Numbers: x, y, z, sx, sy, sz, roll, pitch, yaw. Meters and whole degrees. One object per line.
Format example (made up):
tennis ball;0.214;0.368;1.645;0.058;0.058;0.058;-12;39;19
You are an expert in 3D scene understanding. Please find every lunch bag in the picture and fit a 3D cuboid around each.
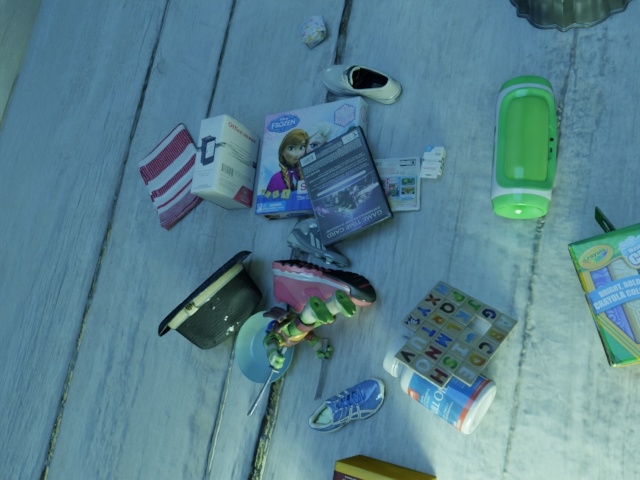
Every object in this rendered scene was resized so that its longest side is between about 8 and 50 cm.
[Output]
lunch bag;-0.019;-0.649;1.554;0.083;0.053;0.071;-28;61;32

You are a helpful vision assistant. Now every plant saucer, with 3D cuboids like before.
plant saucer;-0.145;0.290;1.361;0.195;0.037;0.195;-9;71;29

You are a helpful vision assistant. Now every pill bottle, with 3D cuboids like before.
pill bottle;0.249;0.300;1.077;0.221;0.124;0.124;28;91;34

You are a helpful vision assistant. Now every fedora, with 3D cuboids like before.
fedora;-0.279;0.183;1.380;0.334;0.334;0.152;-41;93;14

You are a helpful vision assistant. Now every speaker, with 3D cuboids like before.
speaker;0.448;-0.204;1.108;0.131;0.131;0.297;0;76;30

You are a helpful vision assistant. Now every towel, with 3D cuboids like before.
towel;-0.505;-0.227;1.724;0.237;0.037;0.329;-39;60;14

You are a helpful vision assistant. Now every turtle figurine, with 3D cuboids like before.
turtle figurine;-0.028;0.255;1.188;0.266;0.197;0.275;-47;32;35

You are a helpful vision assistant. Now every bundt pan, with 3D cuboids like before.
bundt pan;0.595;-0.667;1.159;0.330;0.124;0.331;-10;71;28

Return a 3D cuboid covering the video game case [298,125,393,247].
video game case;0.058;-0.141;1.300;0.196;0.026;0.274;-25;67;20

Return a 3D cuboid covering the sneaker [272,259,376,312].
sneaker;0.004;0.139;1.296;0.313;0.116;0.136;13;99;34

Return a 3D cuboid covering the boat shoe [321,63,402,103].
boat shoe;0.099;-0.451;1.404;0.267;0.088;0.096;31;92;33

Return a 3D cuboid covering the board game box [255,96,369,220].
board game box;-0.026;-0.227;1.424;0.318;0.066;0.318;-4;74;28

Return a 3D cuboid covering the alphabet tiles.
alphabet tiles;0.276;0.202;1.077;0.198;0.009;0.237;29;55;33

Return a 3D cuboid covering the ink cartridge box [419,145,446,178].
ink cartridge box;0.282;-0.192;1.257;0.048;0.028;0.083;9;80;32

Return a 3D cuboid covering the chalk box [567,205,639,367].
chalk box;0.578;0.071;0.919;0.179;0.180;0.289;-19;68;25

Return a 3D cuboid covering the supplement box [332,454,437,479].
supplement box;0.127;0.585;1.061;0.191;0.129;0.194;3;77;31

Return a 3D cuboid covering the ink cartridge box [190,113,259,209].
ink cartridge box;-0.284;-0.232;1.514;0.100;0.172;0.237;-3;74;30

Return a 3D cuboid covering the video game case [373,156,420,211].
video game case;0.179;-0.144;1.295;0.157;0.019;0.143;-1;75;19

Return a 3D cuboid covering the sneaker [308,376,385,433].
sneaker;0.062;0.396;1.183;0.211;0.081;0.080;-39;58;13

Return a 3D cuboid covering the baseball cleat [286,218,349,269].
baseball cleat;0.000;0.000;1.342;0.206;0.072;0.109;21;81;29
